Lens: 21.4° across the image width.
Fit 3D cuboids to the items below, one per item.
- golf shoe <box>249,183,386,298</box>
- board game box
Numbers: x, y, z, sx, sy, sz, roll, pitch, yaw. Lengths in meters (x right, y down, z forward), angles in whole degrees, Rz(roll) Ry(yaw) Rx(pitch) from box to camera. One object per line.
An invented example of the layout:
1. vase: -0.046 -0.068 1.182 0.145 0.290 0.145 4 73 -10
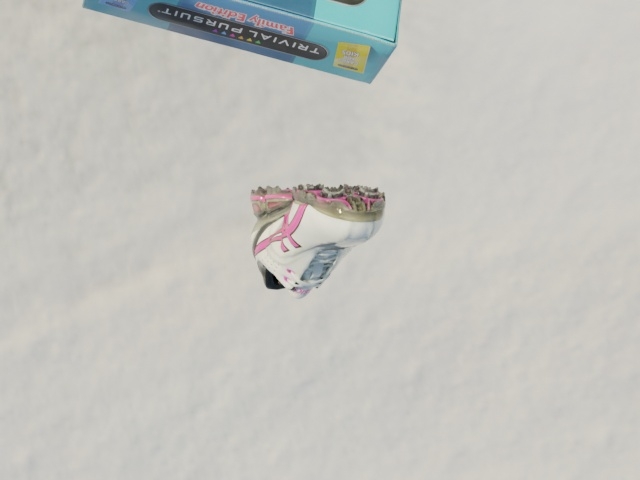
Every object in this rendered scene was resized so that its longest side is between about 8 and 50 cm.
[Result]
1. golf shoe: 0.000 0.000 1.234 0.067 0.186 0.086 1 89 -19
2. board game box: -0.044 -0.324 1.444 0.253 0.336 0.079 14 156 -11
